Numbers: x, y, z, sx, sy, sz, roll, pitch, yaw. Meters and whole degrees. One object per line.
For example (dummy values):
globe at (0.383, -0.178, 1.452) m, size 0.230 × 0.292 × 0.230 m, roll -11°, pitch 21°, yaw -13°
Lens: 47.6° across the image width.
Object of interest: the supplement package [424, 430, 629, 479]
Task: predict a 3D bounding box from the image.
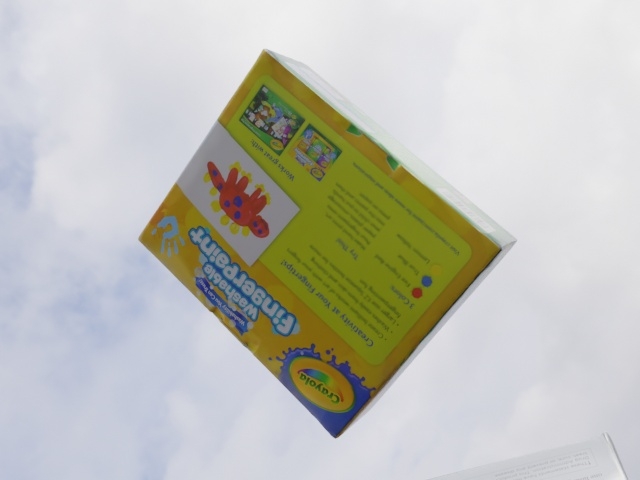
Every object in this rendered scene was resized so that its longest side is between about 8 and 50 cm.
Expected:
supplement package at (0.062, 0.217, 0.279) m, size 0.203 × 0.194 × 0.149 m, roll -86°, pitch -25°, yaw -65°

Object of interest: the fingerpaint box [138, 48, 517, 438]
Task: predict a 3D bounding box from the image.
fingerpaint box at (0.000, 0.000, 1.103) m, size 0.371 × 0.445 × 0.163 m, roll -53°, pitch -16°, yaw 17°
